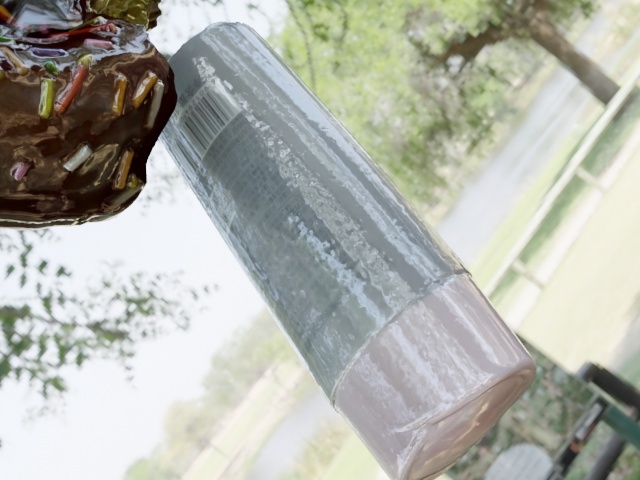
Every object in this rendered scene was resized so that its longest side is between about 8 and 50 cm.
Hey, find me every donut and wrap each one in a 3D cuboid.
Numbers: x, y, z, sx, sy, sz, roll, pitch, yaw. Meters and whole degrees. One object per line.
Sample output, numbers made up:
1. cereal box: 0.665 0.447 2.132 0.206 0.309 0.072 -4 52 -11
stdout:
1. donut: -0.173 -0.120 0.572 0.096 0.216 0.230 125 162 -47

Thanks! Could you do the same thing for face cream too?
1. face cream: 0.000 0.000 0.589 0.073 0.269 0.107 -8 -40 -43
